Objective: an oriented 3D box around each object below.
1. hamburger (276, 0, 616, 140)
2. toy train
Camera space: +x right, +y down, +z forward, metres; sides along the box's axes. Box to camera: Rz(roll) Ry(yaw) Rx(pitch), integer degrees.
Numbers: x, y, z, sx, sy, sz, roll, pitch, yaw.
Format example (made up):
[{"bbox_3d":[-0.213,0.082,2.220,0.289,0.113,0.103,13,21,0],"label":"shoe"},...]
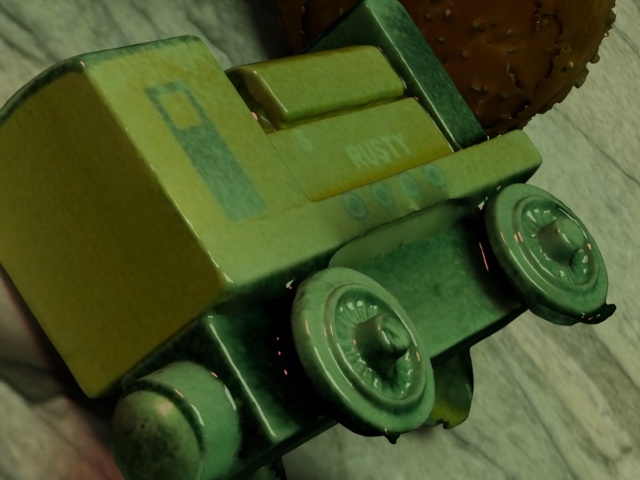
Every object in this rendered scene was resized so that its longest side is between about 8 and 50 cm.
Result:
[{"bbox_3d":[0.098,-0.194,1.022,0.211,0.245,0.261,-61,144,-57],"label":"hamburger"},{"bbox_3d":[0.000,0.000,0.831,0.397,0.160,0.253,-21,75,-53],"label":"toy train"}]
